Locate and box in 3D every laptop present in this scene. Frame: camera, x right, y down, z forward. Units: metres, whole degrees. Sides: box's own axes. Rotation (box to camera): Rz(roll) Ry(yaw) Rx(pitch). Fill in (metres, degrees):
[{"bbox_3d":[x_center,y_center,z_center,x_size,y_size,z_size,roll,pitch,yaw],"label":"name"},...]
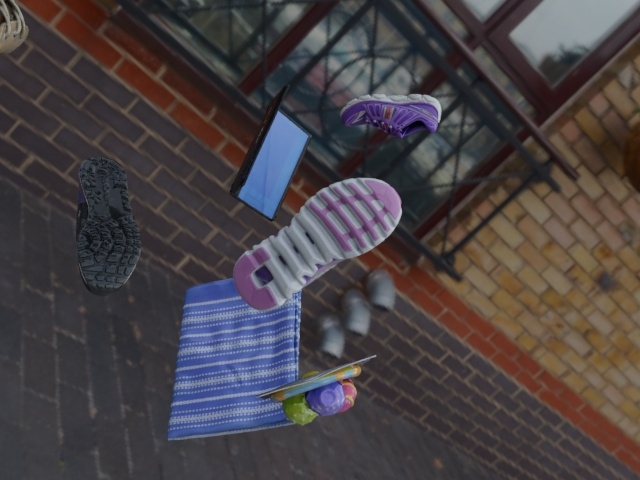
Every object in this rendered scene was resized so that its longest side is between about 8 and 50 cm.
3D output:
[{"bbox_3d":[-0.091,-0.181,1.819,0.136,0.234,0.264,25,-10,-12],"label":"laptop"}]

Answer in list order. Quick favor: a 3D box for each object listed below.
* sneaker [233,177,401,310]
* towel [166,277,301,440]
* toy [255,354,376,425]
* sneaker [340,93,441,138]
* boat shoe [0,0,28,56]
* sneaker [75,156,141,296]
[{"bbox_3d":[0.000,0.000,1.068,0.095,0.236,0.104,58,12,6],"label":"sneaker"},{"bbox_3d":[-0.156,0.200,1.538,0.040,0.243,0.336,68,16,-47],"label":"towel"},{"bbox_3d":[-0.001,0.184,0.991,0.237,0.136,0.056,108,-38,-82],"label":"toy"},{"bbox_3d":[0.113,-0.202,1.376,0.068,0.169,0.071,35,58,-68],"label":"sneaker"},{"bbox_3d":[-0.401,-0.259,0.948,0.324,0.116,0.123,21,-54,61],"label":"boat shoe"},{"bbox_3d":[-0.384,-0.004,1.472,0.107,0.124,0.283,7,50,-22],"label":"sneaker"}]
